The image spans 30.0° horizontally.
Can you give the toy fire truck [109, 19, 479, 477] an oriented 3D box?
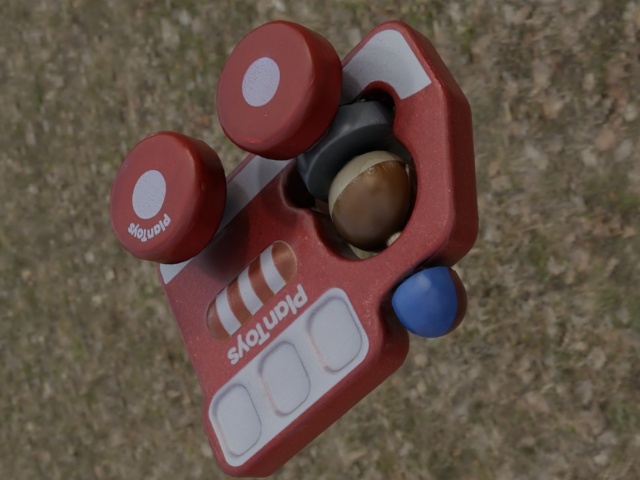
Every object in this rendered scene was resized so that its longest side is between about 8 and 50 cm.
[{"bbox_3d":[0.000,0.000,0.886,0.302,0.169,0.254,-41,56,24],"label":"toy fire truck"}]
